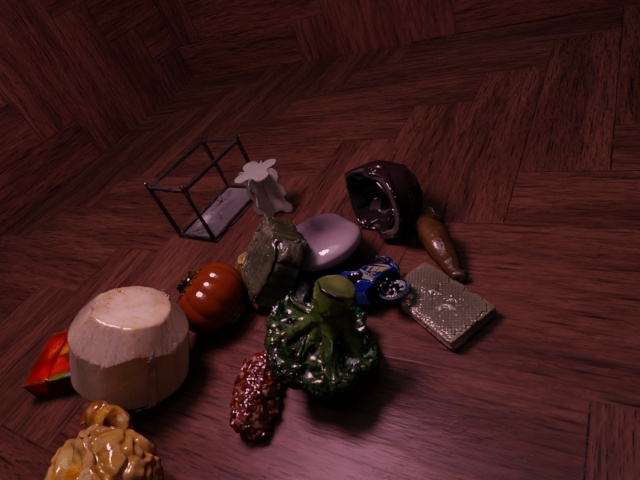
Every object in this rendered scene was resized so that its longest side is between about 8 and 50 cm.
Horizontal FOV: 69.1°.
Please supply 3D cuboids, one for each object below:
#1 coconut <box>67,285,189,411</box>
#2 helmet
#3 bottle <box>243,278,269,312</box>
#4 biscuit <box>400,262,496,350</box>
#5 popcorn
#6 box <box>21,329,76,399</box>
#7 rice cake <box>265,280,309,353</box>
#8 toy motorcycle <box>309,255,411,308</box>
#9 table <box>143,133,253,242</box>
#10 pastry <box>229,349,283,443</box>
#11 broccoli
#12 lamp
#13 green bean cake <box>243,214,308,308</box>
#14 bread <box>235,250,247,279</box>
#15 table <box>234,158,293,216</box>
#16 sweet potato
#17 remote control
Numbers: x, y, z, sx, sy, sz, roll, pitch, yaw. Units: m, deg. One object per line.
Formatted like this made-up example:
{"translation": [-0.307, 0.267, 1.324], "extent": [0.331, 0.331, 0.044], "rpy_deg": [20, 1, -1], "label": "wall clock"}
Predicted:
{"translation": [-0.499, 0.286, 1.225], "extent": [0.323, 0.323, 0.323], "rpy_deg": [-15, 38, 12], "label": "coconut"}
{"translation": [0.216, -0.138, 1.421], "extent": [0.177, 0.225, 0.305], "rpy_deg": [-25, 28, -22], "label": "helmet"}
{"translation": [-0.202, 0.166, 1.410], "extent": [0.053, 0.053, 0.140], "rpy_deg": [-37, 39, -16], "label": "bottle"}
{"translation": [0.295, 0.152, 1.165], "extent": [0.150, 0.052, 0.252], "rpy_deg": [-33, 37, -13], "label": "biscuit"}
{"translation": [-0.477, 0.511, 1.010], "extent": [0.265, 0.225, 0.332], "rpy_deg": [-49, 38, 9], "label": "popcorn"}
{"translation": [-0.721, 0.358, 1.429], "extent": [0.313, 0.089, 0.197], "rpy_deg": [-15, 39, 13], "label": "box"}
{"translation": [-0.088, 0.218, 1.263], "extent": [0.040, 0.085, 0.226], "rpy_deg": [25, 52, 2], "label": "rice cake"}
{"translation": [0.110, 0.114, 1.268], "extent": [0.315, 0.113, 0.169], "rpy_deg": [-6, 29, 34], "label": "toy motorcycle"}
{"translation": [-0.438, -0.211, 1.810], "extent": [0.222, 0.272, 0.335], "rpy_deg": [8, 47, 34], "label": "table"}
{"translation": [-0.153, 0.367, 1.113], "extent": [0.115, 0.097, 0.208], "rpy_deg": [-15, 38, 28], "label": "pastry"}
{"translation": [0.009, 0.205, 1.072], "extent": [0.298, 0.297, 0.297], "rpy_deg": [10, 29, -5], "label": "broccoli"}
{"translation": [-0.320, 0.167, 1.356], "extent": [0.223, 0.196, 0.223], "rpy_deg": [-53, 11, 14], "label": "lamp"}
{"translation": [-0.133, 0.059, 1.327], "extent": [0.222, 0.125, 0.227], "rpy_deg": [-63, 29, 20], "label": "green bean cake"}
{"translation": [-0.203, 0.069, 1.520], "extent": [0.156, 0.064, 0.117], "rpy_deg": [-20, 33, 7], "label": "bread"}
{"translation": [-0.199, -0.175, 1.700], "extent": [0.167, 0.198, 0.166], "rpy_deg": [-14, 38, 11], "label": "table"}
{"translation": [0.334, 0.000, 1.294], "extent": [0.112, 0.085, 0.285], "rpy_deg": [15, 31, -25], "label": "sweet potato"}
{"translation": [0.000, 0.000, 1.430], "extent": [0.221, 0.103, 0.332], "rpy_deg": [-30, 24, -10], "label": "remote control"}
